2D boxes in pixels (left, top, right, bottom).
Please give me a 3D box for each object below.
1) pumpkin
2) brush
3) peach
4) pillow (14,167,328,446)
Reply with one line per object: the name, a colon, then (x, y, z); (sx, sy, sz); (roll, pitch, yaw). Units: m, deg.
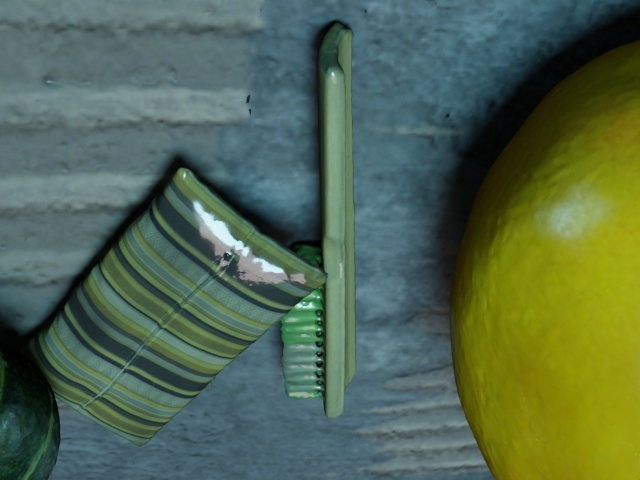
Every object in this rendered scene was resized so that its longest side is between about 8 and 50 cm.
pumpkin: (-0.239, 0.109, 0.676); (0.167, 0.167, 0.125); (36, 70, -37)
brush: (0.000, 0.000, 0.699); (0.048, 0.054, 0.282); (6, 132, 6)
peach: (0.204, 0.047, 0.651); (0.289, 0.289, 0.308); (4, 155, -19)
pillow: (-0.099, 0.050, 0.702); (0.113, 0.038, 0.203); (36, 122, -16)
